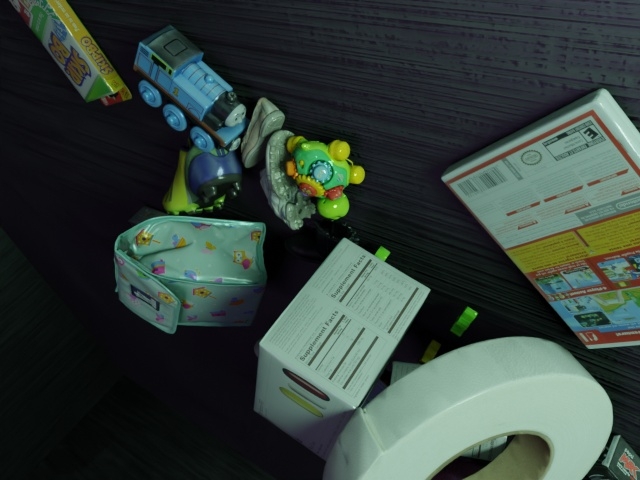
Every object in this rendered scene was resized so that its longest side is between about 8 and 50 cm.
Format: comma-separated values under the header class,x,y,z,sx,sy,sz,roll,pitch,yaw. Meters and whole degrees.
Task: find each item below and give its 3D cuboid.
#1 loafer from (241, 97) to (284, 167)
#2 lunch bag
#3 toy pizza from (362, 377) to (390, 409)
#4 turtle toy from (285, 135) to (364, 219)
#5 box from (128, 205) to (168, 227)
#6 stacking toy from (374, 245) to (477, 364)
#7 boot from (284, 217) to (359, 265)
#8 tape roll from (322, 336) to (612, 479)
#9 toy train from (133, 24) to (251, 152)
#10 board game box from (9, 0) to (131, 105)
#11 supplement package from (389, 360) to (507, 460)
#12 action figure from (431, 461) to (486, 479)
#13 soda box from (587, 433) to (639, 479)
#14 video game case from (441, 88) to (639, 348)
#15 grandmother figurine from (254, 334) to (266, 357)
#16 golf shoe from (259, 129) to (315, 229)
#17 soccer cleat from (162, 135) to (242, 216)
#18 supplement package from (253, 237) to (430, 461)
class,x,y,z,sx,sy,sz,roll,pitch,yaw
loafer,-0.086,-0.151,0.805,0.039,0.045,0.125,55,145,9
lunch bag,-0.240,0.066,1.043,0.262,0.160,0.223,1,152,-15
toy pizza,0.088,0.304,1.217,0.201,0.032,0.201,30,150,19
turtle toy,0.004,-0.081,0.756,0.095,0.066,0.130,13,154,38
box,-0.302,0.031,1.277,0.231,0.056,0.183,18,143,34
stacking toy,0.132,0.107,0.889,0.167,0.052,0.221,33,148,10
boot,-0.001,0.000,0.898,0.121,0.045,0.099,25,150,13
tape roll,0.193,0.290,0.747,0.072,0.392,0.392,-120,6,-50
toy train,-0.179,-0.204,0.800,0.184,0.080,0.105,42,145,-1
board game box,-0.425,-0.336,0.954,0.124,0.039,0.259,4,137,47
supplement package,0.199,0.269,0.906,0.179,0.105,0.105,3,141,14
action figure,0.192,0.493,1.133,0.370,0.276,0.248,3,141,29
soda box,0.453,0.359,0.837,0.169,0.060,0.053,46,150,-11
video game case,0.282,0.000,0.591,0.285,0.025,0.204,47,150,-10
grandmother figurine,-0.065,0.345,1.387,0.207,0.104,0.342,7,140,32
golf shoe,-0.065,-0.092,0.832,0.086,0.069,0.176,31,148,29
soccer cleat,-0.208,-0.111,0.974,0.289,0.093,0.121,-16,88,61
supplement package,0.020,0.167,0.835,0.145,0.204,0.262,31,147,13
